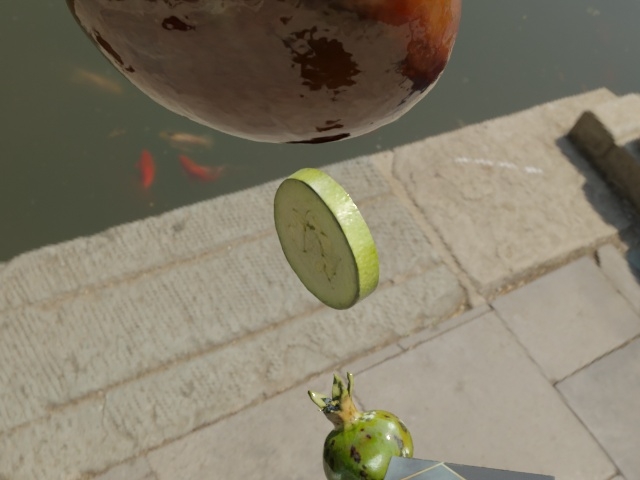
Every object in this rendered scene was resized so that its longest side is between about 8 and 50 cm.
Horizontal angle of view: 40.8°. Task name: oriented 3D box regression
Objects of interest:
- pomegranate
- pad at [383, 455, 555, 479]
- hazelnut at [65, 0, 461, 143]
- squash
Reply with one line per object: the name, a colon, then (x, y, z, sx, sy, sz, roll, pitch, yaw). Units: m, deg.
pomegranate: (0.066, 0.323, 1.422, 0.156, 0.156, 0.220, -15, 76, -29)
pad: (0.110, 0.273, 0.737, 0.163, 0.004, 0.243, 2, 28, 19)
hazelnut: (-0.047, -0.250, 0.809, 0.365, 0.366, 0.366, 10, 52, -14)
squash: (0.000, 0.000, 1.480, 0.049, 0.252, 0.252, -29, 69, -28)
